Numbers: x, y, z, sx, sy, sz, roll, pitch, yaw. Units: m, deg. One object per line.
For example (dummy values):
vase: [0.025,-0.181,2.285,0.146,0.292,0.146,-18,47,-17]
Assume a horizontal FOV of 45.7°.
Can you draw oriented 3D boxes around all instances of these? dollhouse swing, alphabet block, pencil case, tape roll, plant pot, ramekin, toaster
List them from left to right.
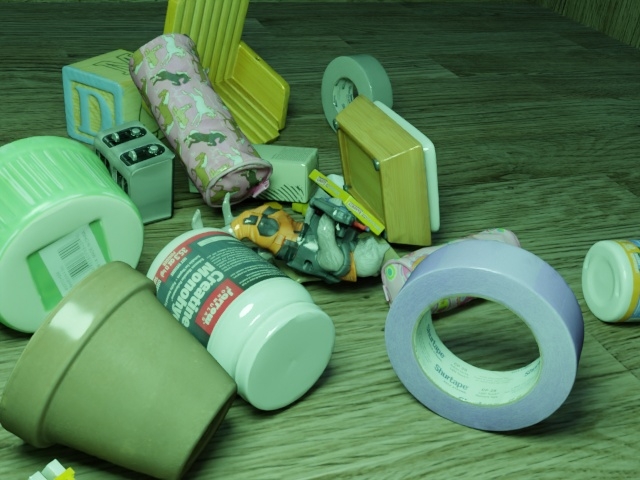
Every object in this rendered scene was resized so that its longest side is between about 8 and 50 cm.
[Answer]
ramekin: [-0.432,0.001,1.214,0.303,0.303,0.148,-23,49,-39]
alphabet block: [-0.496,-0.346,1.887,0.193,0.192,0.197,22,35,22]
toaster: [-0.382,-0.130,1.569,0.110,0.186,0.168,-21,47,-33]
plant pot: [-0.243,0.196,0.999,0.229,0.263,0.263,32,35,6]
pencil case: [-0.250,-0.247,1.573,0.167,0.160,0.386,-24,68,-20]
dollhouse swing: [-0.210,-0.422,1.841,0.315,0.305,0.347,44,38,8]
tape roll: [0.094,-0.380,2.014,0.072,0.219,0.219,-17,37,-33]
pencil case: [0.247,0.059,1.409,0.284,0.124,0.124,-17,37,-34]
tape roll: [0.236,0.140,1.108,0.274,0.275,0.090,17,32,19]

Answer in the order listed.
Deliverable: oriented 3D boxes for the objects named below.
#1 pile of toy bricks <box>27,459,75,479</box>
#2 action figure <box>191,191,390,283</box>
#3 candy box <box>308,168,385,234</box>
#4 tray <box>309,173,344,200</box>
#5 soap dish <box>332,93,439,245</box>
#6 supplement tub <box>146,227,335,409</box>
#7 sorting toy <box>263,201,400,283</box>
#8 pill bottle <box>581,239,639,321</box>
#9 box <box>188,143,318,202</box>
pile of toy bricks: [-0.343,0.352,0.843,0.105,0.118,0.212,43,22,7]
action figure: [-0.038,0.000,1.400,0.330,0.179,0.341,13,1,7]
candy box: [0.050,-0.080,1.540,0.105,0.027,0.206,38,3,-28]
tray: [0.109,-0.076,1.691,0.270,0.030,0.145,19,32,22]
soap dish: [0.131,-0.144,1.563,0.118,0.229,0.291,-18,34,-12]
supplement tub: [-0.128,0.114,1.169,0.191,0.191,0.272,-20,39,-37]
sorting toy: [0.000,0.000,1.543,0.229,0.041,0.307,-8,31,-19]
pill bottle: [0.645,0.073,1.416,0.272,0.152,0.152,-1,31,-11]
box: [-0.148,-0.155,1.682,0.275,0.094,0.113,6,26,15]
